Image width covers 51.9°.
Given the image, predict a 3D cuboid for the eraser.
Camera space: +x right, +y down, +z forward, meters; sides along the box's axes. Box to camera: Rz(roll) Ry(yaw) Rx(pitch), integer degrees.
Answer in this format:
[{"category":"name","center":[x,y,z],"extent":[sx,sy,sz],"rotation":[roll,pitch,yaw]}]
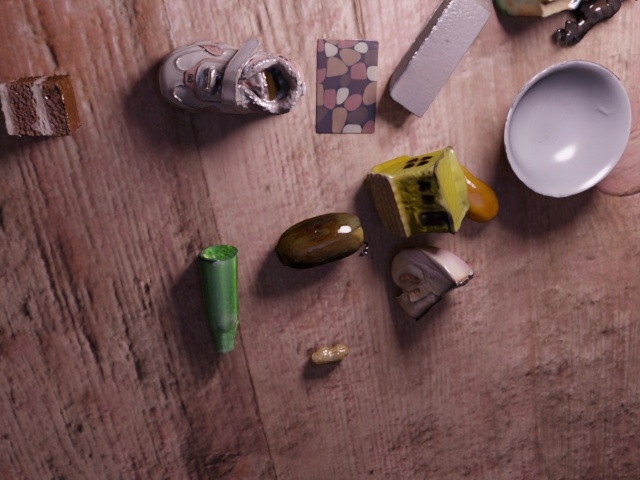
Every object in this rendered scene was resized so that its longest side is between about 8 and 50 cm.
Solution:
[{"category":"eraser","center":[0.297,-0.485,1.635],"extent":[0.111,0.077,0.353],"rotation":[31,100,-21]}]

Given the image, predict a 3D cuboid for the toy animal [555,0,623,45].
[{"category":"toy animal","center":[0.692,-0.598,1.677],"extent":[0.232,0.084,0.148],"rotation":[-33,127,-4]}]

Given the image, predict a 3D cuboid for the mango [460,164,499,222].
[{"category":"mango","center":[0.405,-0.123,1.772],"extent":[0.102,0.085,0.184],"rotation":[-43,105,7]}]

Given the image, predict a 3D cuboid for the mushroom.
[{"category":"mushroom","center":[0.304,0.085,1.813],"extent":[0.162,0.173,0.236],"rotation":[-23,160,-40]}]

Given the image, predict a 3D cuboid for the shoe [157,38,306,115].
[{"category":"shoe","center":[-0.199,-0.374,1.516],"extent":[0.350,0.198,0.172],"rotation":[-4,106,-11]}]

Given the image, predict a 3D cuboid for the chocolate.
[{"category":"chocolate","center":[-0.263,0.162,1.741],"extent":[0.110,0.110,0.292],"rotation":[-4,111,-9]}]

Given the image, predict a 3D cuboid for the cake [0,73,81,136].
[{"category":"cake","center":[-0.638,-0.303,1.493],"extent":[0.147,0.135,0.135],"rotation":[-10,112,-7]}]

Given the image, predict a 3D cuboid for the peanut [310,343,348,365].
[{"category":"peanut","center":[0.025,0.325,1.871],"extent":[0.113,0.054,0.054],"rotation":[-11,110,-9]}]

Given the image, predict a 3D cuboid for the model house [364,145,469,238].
[{"category":"model house","center":[0.243,-0.121,1.705],"extent":[0.234,0.175,0.194],"rotation":[-4,118,35]}]

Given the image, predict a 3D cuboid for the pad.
[{"category":"pad","center":[0.067,-0.388,1.663],"extent":[0.158,0.003,0.235],"rotation":[-2,108,-10]}]

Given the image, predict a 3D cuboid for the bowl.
[{"category":"bowl","center":[0.609,-0.297,1.710],"extent":[0.345,0.157,0.346],"rotation":[-3,109,-9]}]

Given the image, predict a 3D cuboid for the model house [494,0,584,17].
[{"category":"model house","center":[0.562,-0.706,1.532],"extent":[0.280,0.245,0.313],"rotation":[-24,112,-10]}]

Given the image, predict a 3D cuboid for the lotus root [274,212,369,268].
[{"category":"lotus root","center":[0.000,0.000,1.716],"extent":[0.240,0.124,0.123],"rotation":[-16,126,-7]}]
